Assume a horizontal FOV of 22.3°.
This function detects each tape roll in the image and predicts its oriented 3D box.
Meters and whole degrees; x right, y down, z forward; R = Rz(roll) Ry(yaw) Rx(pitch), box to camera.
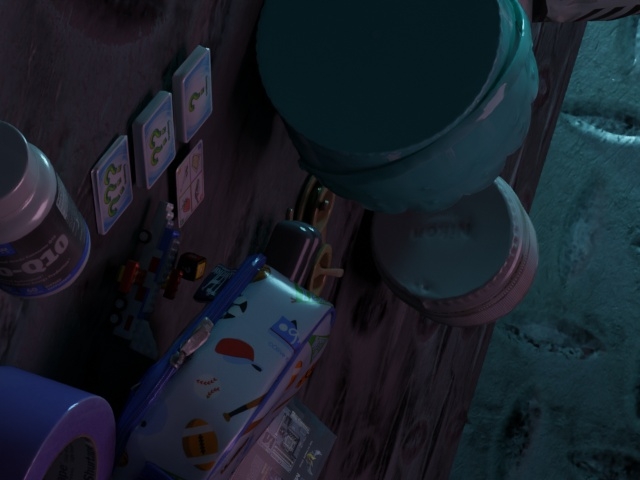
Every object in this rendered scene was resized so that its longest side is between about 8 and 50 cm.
[{"bbox_3d":[-0.232,0.195,1.228,0.189,0.080,0.189,17,90,-75],"label":"tape roll"}]

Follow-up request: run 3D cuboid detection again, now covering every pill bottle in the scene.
[{"bbox_3d":[-0.206,-0.021,1.079,0.137,0.078,0.078,73,37,-64],"label":"pill bottle"}]

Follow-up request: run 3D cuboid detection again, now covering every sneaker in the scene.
[{"bbox_3d":[0.408,-0.474,2.427,0.447,0.258,0.169,82,10,-65],"label":"sneaker"}]

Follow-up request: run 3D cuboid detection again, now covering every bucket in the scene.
[{"bbox_3d":[0.075,-0.173,1.606,0.183,0.281,0.281,39,69,-71],"label":"bucket"}]

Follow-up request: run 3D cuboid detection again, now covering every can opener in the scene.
[{"bbox_3d":[-0.051,0.121,1.781,0.283,0.095,0.076,-67,167,5],"label":"can opener"}]

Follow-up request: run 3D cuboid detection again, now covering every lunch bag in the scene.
[{"bbox_3d":[-0.112,0.159,1.420,0.243,0.115,0.303,-51,173,-38],"label":"lunch bag"}]

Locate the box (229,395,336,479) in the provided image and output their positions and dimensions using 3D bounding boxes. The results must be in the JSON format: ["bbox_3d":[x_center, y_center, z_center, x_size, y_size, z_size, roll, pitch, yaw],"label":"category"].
[{"bbox_3d":[-0.096,0.245,1.650,0.183,0.059,0.232,46,57,-33],"label":"box"}]

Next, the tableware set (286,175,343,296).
[{"bbox_3d":[0.000,0.000,1.949,0.194,0.039,0.128,93,20,-44],"label":"tableware set"}]

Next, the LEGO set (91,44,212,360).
[{"bbox_3d":[-0.128,-0.021,1.422,0.182,0.060,0.244,-55,158,-40],"label":"LEGO set"}]

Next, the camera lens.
[{"bbox_3d":[0.192,0.005,2.310,0.274,0.219,0.219,35,73,-75],"label":"camera lens"}]
